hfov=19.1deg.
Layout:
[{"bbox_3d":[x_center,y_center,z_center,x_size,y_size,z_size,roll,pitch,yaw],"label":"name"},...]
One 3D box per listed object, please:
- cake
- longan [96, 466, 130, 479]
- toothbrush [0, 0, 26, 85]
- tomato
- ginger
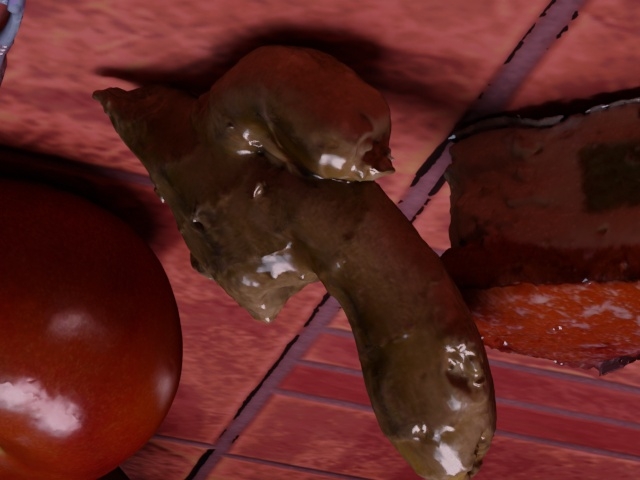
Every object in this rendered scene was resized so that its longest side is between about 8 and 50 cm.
[{"bbox_3d":[0.122,-0.014,0.765,0.117,0.086,0.220,13,160,-19],"label":"cake"},{"bbox_3d":[-0.261,0.253,1.309,0.319,0.318,0.319,7,159,3],"label":"longan"},{"bbox_3d":[-0.142,-0.073,0.808,0.019,0.013,0.193,18,158,-9],"label":"toothbrush"},{"bbox_3d":[-0.163,0.042,0.946,0.195,0.136,0.195,9,158,4],"label":"tomato"},{"bbox_3d":[-0.002,0.009,0.790,0.133,0.214,0.059,-25,-174,43],"label":"ginger"}]
